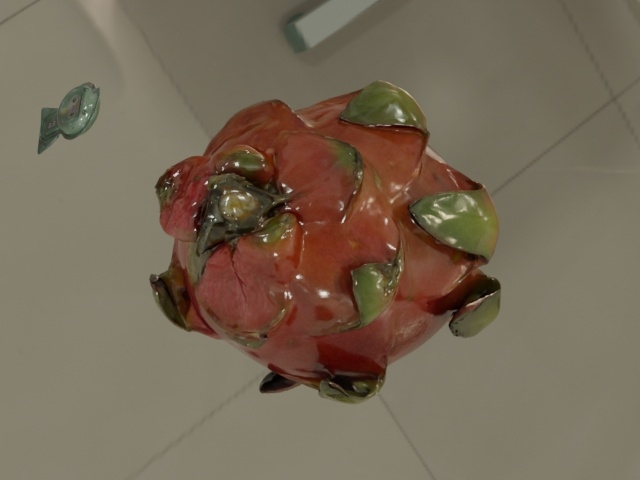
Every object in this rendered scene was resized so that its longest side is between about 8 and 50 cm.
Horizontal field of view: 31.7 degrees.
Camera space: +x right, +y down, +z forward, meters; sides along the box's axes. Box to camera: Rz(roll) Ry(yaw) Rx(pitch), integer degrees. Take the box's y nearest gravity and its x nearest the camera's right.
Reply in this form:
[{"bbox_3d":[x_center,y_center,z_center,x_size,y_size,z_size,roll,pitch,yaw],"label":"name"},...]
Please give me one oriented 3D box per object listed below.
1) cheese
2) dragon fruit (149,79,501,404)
[{"bbox_3d":[-0.281,-0.140,1.264,0.026,0.120,0.067,22,60,-40],"label":"cheese"},{"bbox_3d":[0.003,0.001,0.781,0.227,0.224,0.224,-28,104,-48],"label":"dragon fruit"}]
